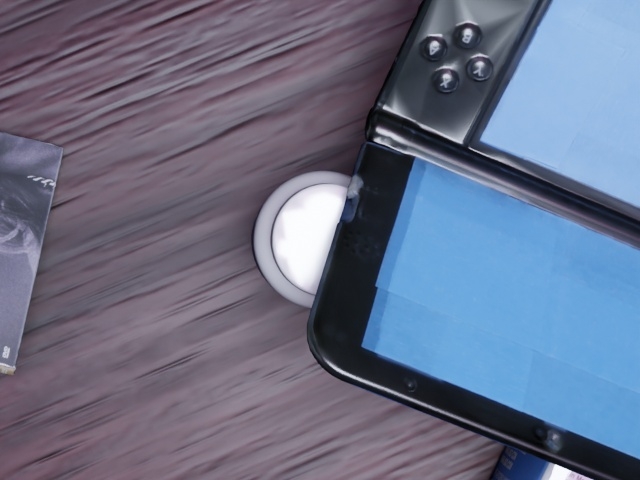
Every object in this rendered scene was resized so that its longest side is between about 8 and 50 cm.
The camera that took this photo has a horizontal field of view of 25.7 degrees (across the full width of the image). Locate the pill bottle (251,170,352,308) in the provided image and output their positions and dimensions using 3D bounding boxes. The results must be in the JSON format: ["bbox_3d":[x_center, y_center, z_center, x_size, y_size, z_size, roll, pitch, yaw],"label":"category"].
[{"bbox_3d":[0.000,0.000,0.893,0.087,0.160,0.087,0,90,-3],"label":"pill bottle"}]

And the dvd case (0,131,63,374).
[{"bbox_3d":[-0.288,-0.015,0.894,0.221,0.018,0.164,14,63,-13],"label":"dvd case"}]

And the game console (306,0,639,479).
[{"bbox_3d":[0.173,-0.019,0.771,0.293,0.173,0.250,22,115,-8],"label":"game console"}]

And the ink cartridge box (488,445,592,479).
[{"bbox_3d":[0.240,0.213,0.913,0.270,0.151,0.395,27,90,-4],"label":"ink cartridge box"}]
